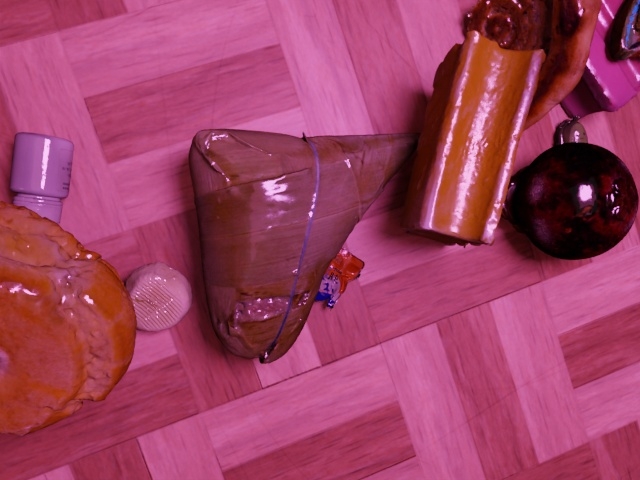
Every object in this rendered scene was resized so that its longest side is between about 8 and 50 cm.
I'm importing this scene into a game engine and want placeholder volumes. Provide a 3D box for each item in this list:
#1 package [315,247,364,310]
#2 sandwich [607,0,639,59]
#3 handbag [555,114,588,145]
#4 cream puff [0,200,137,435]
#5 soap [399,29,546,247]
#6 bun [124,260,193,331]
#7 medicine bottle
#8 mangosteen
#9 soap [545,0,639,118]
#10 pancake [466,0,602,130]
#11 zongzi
[{"bbox_3d":[0.022,0.064,0.866,0.077,0.033,0.110,25,73,14],"label":"package"},{"bbox_3d":[0.564,-0.367,0.785,0.235,0.079,0.159,-33,97,-3],"label":"sandwich"},{"bbox_3d":[0.467,-0.173,0.922,0.072,0.047,0.111,-12,96,-10],"label":"handbag"},{"bbox_3d":[-0.420,0.092,0.681,0.343,0.231,0.326,-11,118,-1],"label":"cream puff"},{"bbox_3d":[0.224,-0.135,0.785,0.143,0.259,0.280,13,89,3],"label":"soap"},{"bbox_3d":[-0.263,0.087,0.800,0.115,0.069,0.115,-3,113,-8],"label":"bun"},{"bbox_3d":[-0.426,-0.093,0.761,0.081,0.080,0.130,8,91,-10],"label":"medicine bottle"},{"bbox_3d":[0.419,-0.065,0.843,0.210,0.210,0.209,0,92,-9],"label":"mangosteen"},{"bbox_3d":[0.467,-0.425,0.873,0.233,0.128,0.359,-37,97,-5],"label":"soap"},{"bbox_3d":[0.359,-0.319,0.819,0.056,0.212,0.257,-41,107,-38],"label":"pancake"},{"bbox_3d":[0.000,0.000,0.803,0.393,0.174,0.355,-6,100,-22],"label":"zongzi"}]
